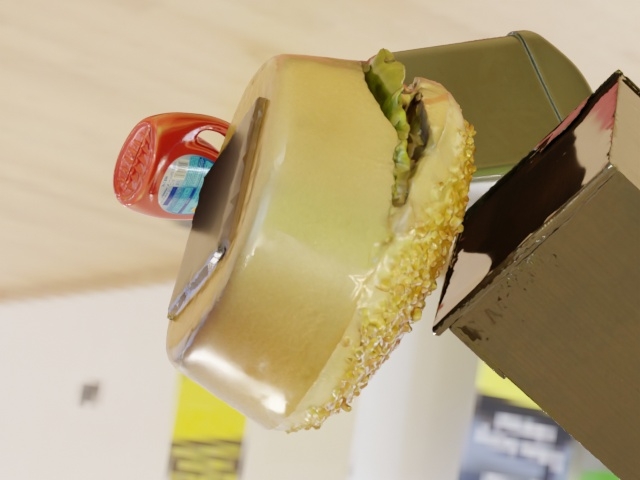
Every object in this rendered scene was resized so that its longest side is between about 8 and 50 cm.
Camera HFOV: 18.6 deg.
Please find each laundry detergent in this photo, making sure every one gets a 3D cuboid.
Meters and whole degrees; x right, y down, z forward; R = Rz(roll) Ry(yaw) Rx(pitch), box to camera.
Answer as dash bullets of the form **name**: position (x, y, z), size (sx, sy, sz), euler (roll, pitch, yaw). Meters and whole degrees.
- **laundry detergent**: position (-0.094, -0.061, 1.668), size (0.165, 0.097, 0.049), euler (5, -150, -44)

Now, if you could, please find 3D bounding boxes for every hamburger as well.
- **hamburger**: position (0.000, 0.000, 1.462), size (0.170, 0.302, 0.302), euler (19, 166, -12)

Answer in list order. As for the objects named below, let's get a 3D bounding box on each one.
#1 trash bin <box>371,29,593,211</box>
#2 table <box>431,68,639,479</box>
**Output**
- **trash bin**: position (0.164, -0.116, 1.964), size (0.236, 0.176, 0.101), euler (-8, 155, -29)
- **table**: position (0.267, 0.054, 1.574), size (0.282, 0.196, 0.250), euler (42, -159, -8)
